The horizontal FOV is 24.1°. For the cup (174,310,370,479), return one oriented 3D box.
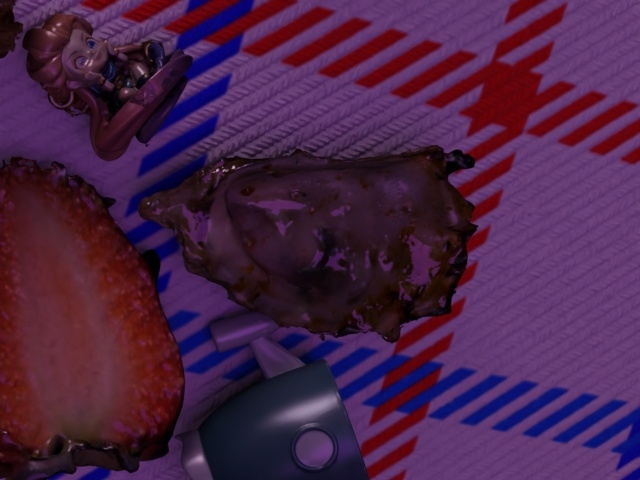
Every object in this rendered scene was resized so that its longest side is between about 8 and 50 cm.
[{"bbox_3d":[-0.051,0.222,1.526,0.173,0.167,0.300,-20,86,-4],"label":"cup"}]

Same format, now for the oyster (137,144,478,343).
[{"bbox_3d":[-0.011,0.003,1.505,0.361,0.096,0.221,-3,113,-20],"label":"oyster"}]

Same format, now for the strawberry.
[{"bbox_3d":[-0.254,0.078,1.436,0.233,0.137,0.306,-5,83,-38],"label":"strawberry"}]

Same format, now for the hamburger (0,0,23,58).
[{"bbox_3d":[-0.380,-0.210,1.274,0.286,0.146,0.243,-33,109,0],"label":"hamburger"}]

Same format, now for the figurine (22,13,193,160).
[{"bbox_3d":[-0.203,-0.145,1.388,0.157,0.114,0.126,18,67,4],"label":"figurine"}]
